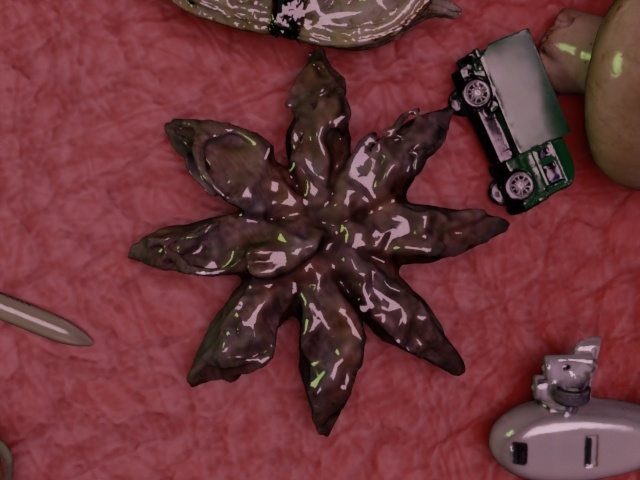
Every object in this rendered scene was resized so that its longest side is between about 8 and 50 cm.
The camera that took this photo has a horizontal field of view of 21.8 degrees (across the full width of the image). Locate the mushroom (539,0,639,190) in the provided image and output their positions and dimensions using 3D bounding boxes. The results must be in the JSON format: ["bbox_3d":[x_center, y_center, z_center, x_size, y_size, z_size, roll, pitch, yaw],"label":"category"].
[{"bbox_3d":[0.278,-0.147,1.412,0.204,0.204,0.204,0,89,-7],"label":"mushroom"}]

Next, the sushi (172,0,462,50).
[{"bbox_3d":[-0.021,-0.208,1.399,0.273,0.134,0.109,25,89,-14],"label":"sushi"}]

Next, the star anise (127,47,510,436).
[{"bbox_3d":[0.001,0.002,1.393,0.332,0.117,0.331,0,88,0],"label":"star anise"}]

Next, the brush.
[{"bbox_3d":[-0.332,0.033,1.396,0.299,0.039,0.042,25,47,-8],"label":"brush"}]

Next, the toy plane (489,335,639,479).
[{"bbox_3d":[0.231,0.168,1.436,0.174,0.080,0.174,-2,108,-7],"label":"toy plane"}]

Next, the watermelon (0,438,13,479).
[{"bbox_3d":[-0.398,0.235,1.288,0.283,0.292,0.250,15,117,-7],"label":"watermelon"}]

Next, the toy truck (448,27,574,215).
[{"bbox_3d":[0.166,-0.099,1.441,0.079,0.065,0.147,-22,90,-9],"label":"toy truck"}]
